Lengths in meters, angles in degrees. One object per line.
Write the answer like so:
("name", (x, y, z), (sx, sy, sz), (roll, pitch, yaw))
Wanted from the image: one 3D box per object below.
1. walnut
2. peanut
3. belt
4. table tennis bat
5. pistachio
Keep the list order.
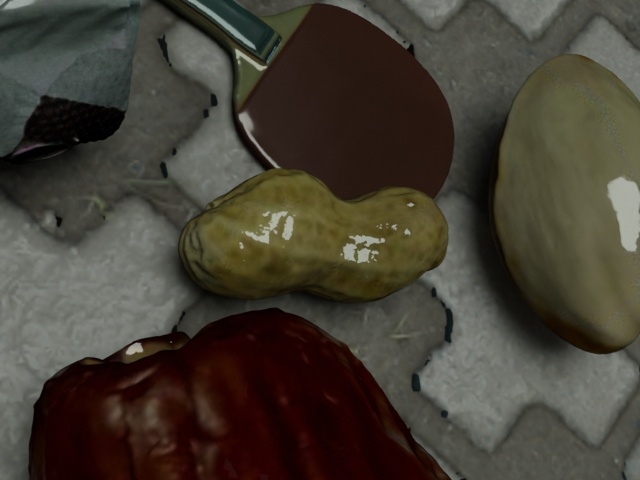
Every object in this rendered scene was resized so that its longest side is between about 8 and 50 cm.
("walnut", (-0.020, 0.161, 0.588), (0.244, 0.222, 0.269), (1, 61, -55))
("peanut", (0.000, -0.002, 0.705), (0.193, 0.089, 0.089), (3, 73, -26))
("belt", (-0.198, -0.190, 0.628), (0.164, 0.184, 0.289), (-17, 86, -31))
("table tennis bat", (-0.017, -0.120, 0.770), (0.274, 0.021, 0.154), (36, 64, -11))
("pistachio", (0.191, -0.025, 0.766), (0.144, 0.144, 0.215), (-4, 70, -23))
